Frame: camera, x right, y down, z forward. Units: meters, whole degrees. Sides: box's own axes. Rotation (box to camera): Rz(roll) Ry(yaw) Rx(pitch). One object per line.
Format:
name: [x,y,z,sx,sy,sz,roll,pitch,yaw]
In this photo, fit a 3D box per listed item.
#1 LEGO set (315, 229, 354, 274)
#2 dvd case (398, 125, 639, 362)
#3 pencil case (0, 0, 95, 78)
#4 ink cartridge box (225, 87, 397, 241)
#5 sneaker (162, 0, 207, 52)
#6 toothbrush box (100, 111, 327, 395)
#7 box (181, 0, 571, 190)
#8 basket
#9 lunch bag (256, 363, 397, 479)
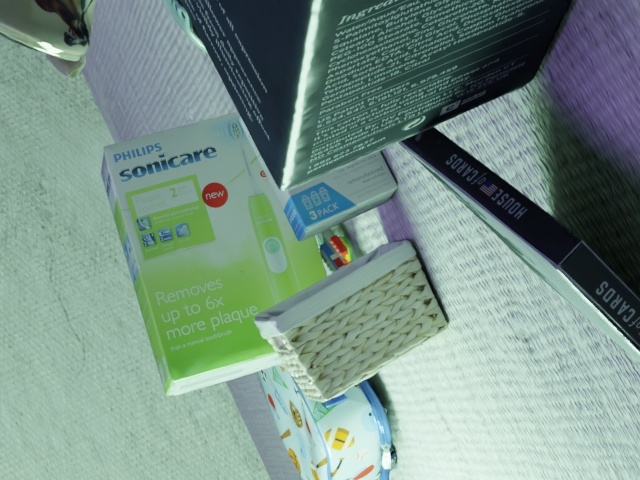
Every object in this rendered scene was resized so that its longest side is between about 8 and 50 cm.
LEGO set: [0.000,0.000,2.025,0.182,0.060,0.244,63,168,-5]
dvd case: [0.163,0.012,1.228,0.179,0.029,0.238,41,-178,-33]
pencil case: [-0.183,-0.341,1.350,0.160,0.183,0.410,28,97,57]
ink cartridge box: [-0.012,-0.105,1.748,0.181,0.104,0.061,63,167,10]
sneaker: [-0.153,-0.322,1.953,0.256,0.094,0.151,60,177,-24]
toothbrush box: [-0.116,0.012,2.021,0.122,0.206,0.283,120,135,-74]
box: [0.013,-0.255,1.097,0.294,0.212,0.395,63,169,14]
basket: [0.033,0.084,1.787,0.103,0.167,0.113,62,168,-4]
lunch bag: [-0.002,0.191,2.271,0.303,0.115,0.243,59,164,32]
